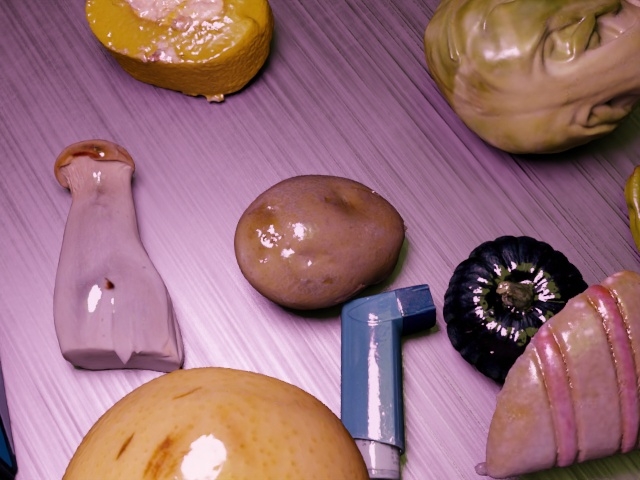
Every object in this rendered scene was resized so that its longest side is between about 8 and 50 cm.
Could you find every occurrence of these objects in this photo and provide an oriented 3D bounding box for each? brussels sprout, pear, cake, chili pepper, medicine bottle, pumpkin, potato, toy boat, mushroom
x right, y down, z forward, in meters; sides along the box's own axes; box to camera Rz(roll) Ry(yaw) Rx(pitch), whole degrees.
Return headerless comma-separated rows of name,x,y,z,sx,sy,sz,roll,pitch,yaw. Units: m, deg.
brussels sprout,0.303,-0.266,1.338,0.328,0.247,0.328,-1,67,3
pear,-0.115,0.302,1.028,0.348,0.348,0.348,0,66,0
cake,-0.203,-0.315,1.407,0.261,0.156,0.179,20,83,15
chili pepper,0.459,-0.010,1.324,0.052,0.050,0.201,6,63,-41
medicine bottle,0.084,0.178,1.223,0.124,0.079,0.258,3,66,1
pumpkin,0.254,0.089,1.233,0.194,0.150,0.194,3,80,-21
potato,0.000,0.000,1.268,0.235,0.160,0.177,-4,89,-17
toy boat,0.359,0.174,1.154,0.294,0.111,0.276,10,95,-17
mushroom,-0.281,0.021,1.289,0.159,0.122,0.328,8,61,-37

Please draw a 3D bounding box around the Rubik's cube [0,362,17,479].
Rubik's cube,-0.519,0.177,1.134,0.250,0.248,0.246,-14,67,-7
